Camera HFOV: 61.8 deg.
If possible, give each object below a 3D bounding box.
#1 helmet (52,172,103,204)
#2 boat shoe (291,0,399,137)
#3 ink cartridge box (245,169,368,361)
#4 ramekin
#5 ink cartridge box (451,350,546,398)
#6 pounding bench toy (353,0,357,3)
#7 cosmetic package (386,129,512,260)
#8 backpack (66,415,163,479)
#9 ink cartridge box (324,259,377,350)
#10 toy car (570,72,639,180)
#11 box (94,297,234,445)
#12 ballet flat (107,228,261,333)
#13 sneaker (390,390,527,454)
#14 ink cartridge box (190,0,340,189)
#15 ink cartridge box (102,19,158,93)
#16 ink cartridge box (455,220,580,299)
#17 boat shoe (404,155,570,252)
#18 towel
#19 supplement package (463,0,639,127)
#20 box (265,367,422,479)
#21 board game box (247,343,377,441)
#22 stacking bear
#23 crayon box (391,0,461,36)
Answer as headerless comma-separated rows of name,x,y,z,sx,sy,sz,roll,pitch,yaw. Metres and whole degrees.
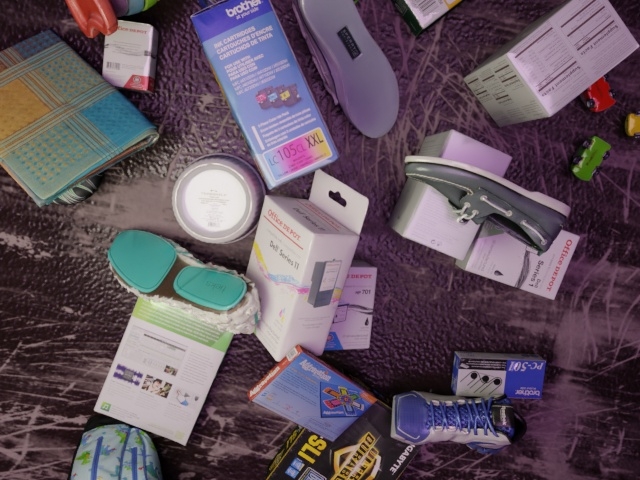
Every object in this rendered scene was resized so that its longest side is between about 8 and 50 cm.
helmet,-0.545,-0.158,1.122,0.170,0.161,0.169,0,98,-2
boat shoe,0.039,-0.385,1.127,0.136,0.156,0.367,-39,126,-1
ink cartridge box,-0.047,0.040,1.100,0.119,0.207,0.353,2,113,-36
ramekin,-0.224,-0.089,1.169,0.207,0.109,0.207,0,98,-2
ink cartridge box,0.422,0.321,1.277,0.207,0.046,0.097,3,99,-2
pounding bench toy,0.063,-0.526,1.144,0.065,0.052,0.083,-21,98,1
cosmetic package,0.259,-0.098,1.123,0.138,0.224,0.224,22,97,-4
backpack,-0.434,0.575,1.134,0.274,0.355,0.290,-3,97,-2
ink cartridge box,0.042,0.143,1.206,0.140,0.082,0.190,1,100,-22
toy car,0.631,-0.239,1.201,0.239,0.053,0.225,30,96,-5
box,-0.356,0.289,1.247,0.232,0.058,0.321,24,98,-5
ballet flat,-0.291,0.100,1.138,0.409,0.147,0.146,22,98,30
sneaker,0.327,0.390,1.193,0.316,0.182,0.127,14,57,-15
ink cartridge box,-0.120,-0.309,1.059,0.151,0.270,0.395,-23,98,-3
ink cartridge box,-0.406,-0.392,1.146,0.099,0.056,0.135,8,97,-2
ink cartridge box,0.444,0.022,1.212,0.220,0.092,0.160,18,98,-4
boat shoe,0.290,-0.066,0.957,0.320,0.116,0.099,19,93,-10
towel,-0.539,-0.255,1.058,0.370,0.040,0.271,42,62,15
supplement package,0.444,-0.354,1.073,0.204,0.262,0.145,-39,97,4
box,0.062,0.505,1.278,0.257,0.079,0.322,35,96,-4
board game box,-0.009,0.329,1.128,0.145,0.027,0.281,-44,129,5
stacking bear,-0.353,-0.538,1.056,0.289,0.175,0.164,-37,125,-25
crayon box,0.281,-0.616,1.122,0.323,0.083,0.203,-36,97,4
